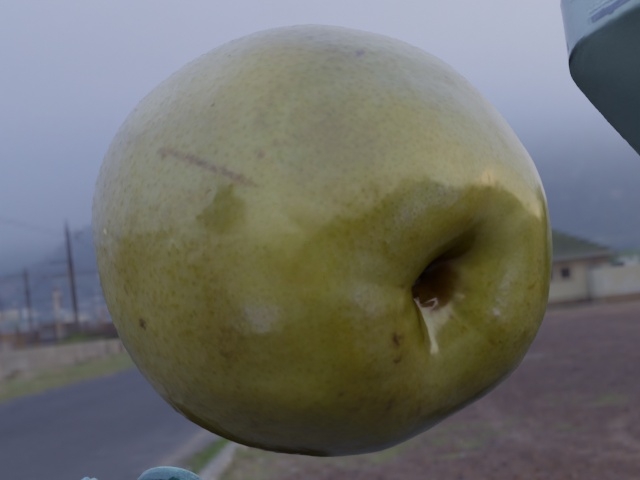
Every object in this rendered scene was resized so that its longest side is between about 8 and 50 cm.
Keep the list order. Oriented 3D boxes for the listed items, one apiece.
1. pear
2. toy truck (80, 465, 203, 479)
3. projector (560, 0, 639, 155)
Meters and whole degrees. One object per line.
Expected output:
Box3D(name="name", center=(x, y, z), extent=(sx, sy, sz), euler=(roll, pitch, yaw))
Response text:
Box3D(name="pear", center=(0.000, 0.000, 0.979), extent=(0.314, 0.314, 0.314), euler=(-7, -3, 0))
Box3D(name="toy truck", center=(-0.113, 0.314, 1.285), extent=(0.279, 0.155, 0.156), euler=(31, -42, -29))
Box3D(name="projector", center=(0.271, -0.076, 0.589), extent=(0.257, 0.079, 0.259), euler=(-29, -55, 29))
